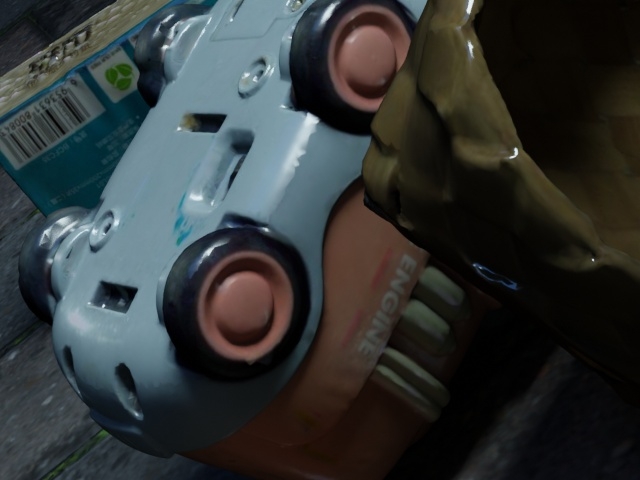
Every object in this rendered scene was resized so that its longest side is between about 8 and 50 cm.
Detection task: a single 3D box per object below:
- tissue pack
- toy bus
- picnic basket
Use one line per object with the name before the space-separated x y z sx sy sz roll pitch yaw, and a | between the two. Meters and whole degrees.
tissue pack | -0.099 -0.107 1.242 0.271 0.192 0.134 -31 26 10
toy bus | 0.000 0.000 0.852 0.194 0.232 0.287 5 63 58
picnic basket | 0.208 -0.108 0.672 0.337 0.293 0.337 -53 1 2
